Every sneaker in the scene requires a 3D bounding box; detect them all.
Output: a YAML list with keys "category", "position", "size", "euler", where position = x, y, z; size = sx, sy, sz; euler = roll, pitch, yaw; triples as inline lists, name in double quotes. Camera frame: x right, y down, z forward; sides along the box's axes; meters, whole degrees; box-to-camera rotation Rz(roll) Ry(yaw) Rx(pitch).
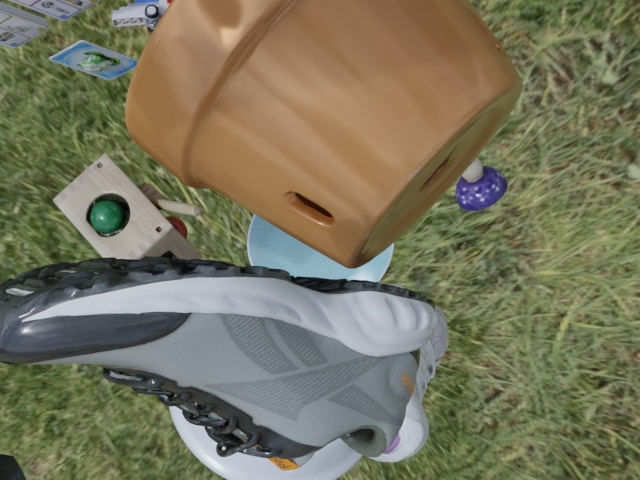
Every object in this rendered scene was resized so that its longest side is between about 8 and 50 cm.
- category: "sneaker"
  position: [-0.043, 0.064, 0.526]
  size: [0.271, 0.100, 0.108]
  euler: [12, 85, -41]
- category: "sneaker"
  position: [0.066, 0.104, 1.001]
  size: [0.152, 0.305, 0.114]
  euler: [-13, 111, -8]

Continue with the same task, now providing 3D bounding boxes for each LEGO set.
- category: "LEGO set"
  position: [-0.172, -0.204, 0.896]
  size: [0.182, 0.244, 0.060]
  euler: [-18, 71, 35]

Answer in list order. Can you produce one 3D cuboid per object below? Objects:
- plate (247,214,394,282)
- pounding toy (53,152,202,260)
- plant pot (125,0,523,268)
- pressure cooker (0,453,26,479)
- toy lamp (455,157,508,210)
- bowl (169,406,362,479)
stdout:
- category: "plate"
  position: [0.000, 0.000, 1.316]
  size: [0.188, 0.024, 0.188]
  euler: [-1, 114, -3]
- category: "pounding toy"
  position: [-0.179, -0.019, 1.027]
  size: [0.100, 0.141, 0.130]
  euler: [-43, 72, -6]
- category: "plant pot"
  position: [0.021, -0.117, 0.820]
  size: [0.203, 0.291, 0.291]
  euler: [43, 86, 10]
- category: "pressure cooker"
  position: [-0.612, 0.394, 1.384]
  size: [0.369, 0.420, 0.376]
  euler: [11, 56, 4]
- category: "toy lamp"
  position: [0.149, -0.159, 1.248]
  size: [0.080, 0.080, 0.275]
  euler: [-36, 125, -3]
- category: "bowl"
  position: [-0.049, 0.170, 1.366]
  size: [0.297, 0.134, 0.298]
  euler: [8, 49, -9]
